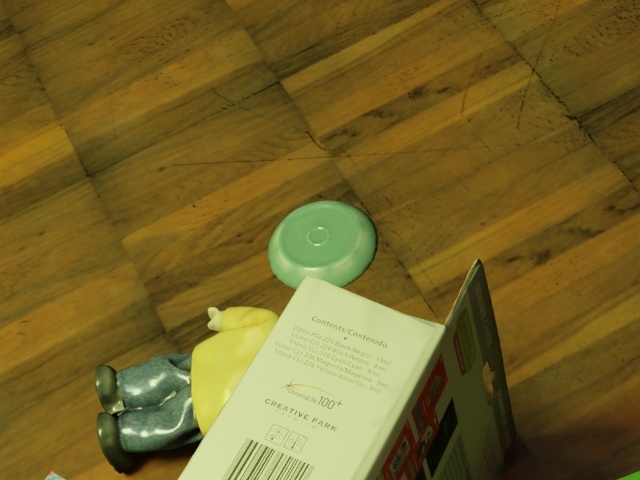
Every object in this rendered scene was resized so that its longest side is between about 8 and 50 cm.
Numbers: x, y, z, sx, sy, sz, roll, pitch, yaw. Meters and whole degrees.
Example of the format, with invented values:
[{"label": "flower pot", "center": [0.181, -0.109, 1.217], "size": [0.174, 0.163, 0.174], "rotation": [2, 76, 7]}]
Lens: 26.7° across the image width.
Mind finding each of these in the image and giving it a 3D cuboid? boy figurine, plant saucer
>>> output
[{"label": "boy figurine", "center": [-0.075, 0.135, 1.307], "size": [0.285, 0.092, 0.177], "rotation": [-14, 52, 3]}, {"label": "plant saucer", "center": [0.000, 0.000, 1.429], "size": [0.119, 0.021, 0.119], "rotation": [-7, 53, 9]}]

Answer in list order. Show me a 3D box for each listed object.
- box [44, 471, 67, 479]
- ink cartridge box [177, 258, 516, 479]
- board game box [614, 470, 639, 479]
[{"label": "box", "center": [-0.171, 0.396, 1.088], "size": [0.290, 0.177, 0.279], "rotation": [24, 65, 28]}, {"label": "ink cartridge box", "center": [0.040, 0.182, 1.106], "size": [0.130, 0.309, 0.272], "rotation": [19, 60, 25]}, {"label": "board game box", "center": [0.251, 0.269, 1.138], "size": [0.259, 0.039, 0.124], "rotation": [-19, 53, -11]}]
